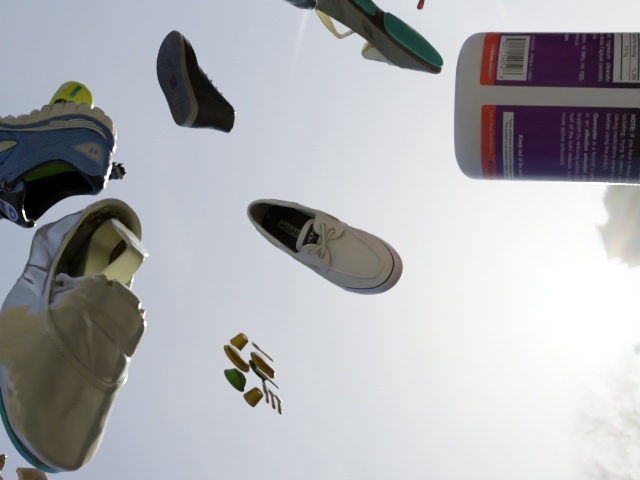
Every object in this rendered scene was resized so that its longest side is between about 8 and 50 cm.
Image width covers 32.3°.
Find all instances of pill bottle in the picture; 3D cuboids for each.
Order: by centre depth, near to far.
[{"bbox_3d":[0.326,-0.157,1.317,0.181,0.322,0.182,3,-90,-77],"label":"pill bottle"}]

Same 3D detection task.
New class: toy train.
[{"bbox_3d":[-0.414,-0.134,2.077,0.036,0.158,0.027,-37,-60,-31],"label":"toy train"}]

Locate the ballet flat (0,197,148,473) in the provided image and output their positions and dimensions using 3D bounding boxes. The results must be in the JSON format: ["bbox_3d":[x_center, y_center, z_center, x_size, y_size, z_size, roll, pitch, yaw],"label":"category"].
[{"bbox_3d":[-0.233,0.062,1.097,0.139,0.139,0.400,56,-172,-26],"label":"ballet flat"}]

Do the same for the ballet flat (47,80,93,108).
[{"bbox_3d":[-0.417,-0.140,1.662,0.077,0.231,0.077,32,-156,-9],"label":"ballet flat"}]

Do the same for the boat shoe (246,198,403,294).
[{"bbox_3d":[0.000,0.000,1.659,0.096,0.267,0.088,-60,-34,1],"label":"boat shoe"}]

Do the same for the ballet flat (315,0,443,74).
[{"bbox_3d":[0.060,-0.267,1.392,0.213,0.068,0.072,37,-147,-17],"label":"ballet flat"}]

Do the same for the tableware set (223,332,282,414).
[{"bbox_3d":[-0.097,0.172,1.467,0.104,0.024,0.154,43,-168,-22],"label":"tableware set"}]

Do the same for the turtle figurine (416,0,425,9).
[{"bbox_3d":[0.074,-0.464,1.706,0.087,0.217,0.270,41,-136,-61],"label":"turtle figurine"}]

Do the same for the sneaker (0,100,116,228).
[{"bbox_3d":[-0.444,-0.094,1.504,0.130,0.330,0.147,80,-178,-58],"label":"sneaker"}]

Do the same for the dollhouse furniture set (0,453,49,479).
[{"bbox_3d":[-0.505,0.376,1.623,0.355,0.174,0.303,12,-159,-39],"label":"dollhouse furniture set"}]

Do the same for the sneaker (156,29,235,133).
[{"bbox_3d":[-0.244,-0.303,2.156,0.118,0.083,0.222,12,-126,-44],"label":"sneaker"}]

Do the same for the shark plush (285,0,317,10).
[{"bbox_3d":[-0.030,-0.264,1.021,0.067,0.161,0.073,41,-105,7],"label":"shark plush"}]
